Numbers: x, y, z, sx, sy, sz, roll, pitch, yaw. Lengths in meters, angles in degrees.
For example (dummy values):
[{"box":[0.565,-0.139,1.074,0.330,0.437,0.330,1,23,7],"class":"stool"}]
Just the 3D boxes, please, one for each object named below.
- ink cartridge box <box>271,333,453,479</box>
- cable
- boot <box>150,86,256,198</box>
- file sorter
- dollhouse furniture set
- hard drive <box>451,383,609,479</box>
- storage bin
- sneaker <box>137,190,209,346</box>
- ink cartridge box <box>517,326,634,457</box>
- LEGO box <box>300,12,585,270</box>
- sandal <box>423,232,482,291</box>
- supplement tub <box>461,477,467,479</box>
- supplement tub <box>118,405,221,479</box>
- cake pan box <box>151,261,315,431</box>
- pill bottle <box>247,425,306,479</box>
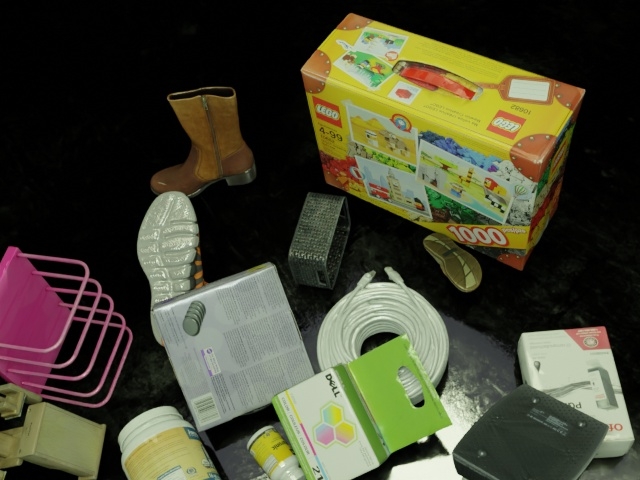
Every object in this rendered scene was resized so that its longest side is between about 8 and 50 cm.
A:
[{"box":[0.071,0.301,1.278,0.255,0.097,0.189,-30,78,15],"class":"ink cartridge box"},{"box":[0.120,0.207,1.418,0.257,0.089,0.257,-39,60,-15],"class":"cable"},{"box":[-0.293,-0.215,1.644,0.264,0.280,0.096,-4,56,7],"class":"boot"},{"box":[-0.509,0.182,1.421,0.182,0.291,0.202,8,59,11],"class":"file sorter"},{"box":[-0.566,0.404,1.403,0.242,0.161,0.212,-17,53,25],"class":"dollhouse furniture set"},{"box":[0.332,0.328,1.146,0.172,0.054,0.254,25,30,33],"class":"hard drive"},{"box":[0.000,0.000,1.551,0.084,0.122,0.180,9,59,14],"class":"storage bin"},{"box":[-0.287,0.065,1.505,0.124,0.180,0.321,-2,85,9],"class":"sneaker"},{"box":[0.455,0.276,1.314,0.158,0.092,0.218,-6,58,7],"class":"ink cartridge box"},{"box":[0.241,-0.200,1.492,0.500,0.372,0.193,26,65,24],"class":"LEGO box"},{"box":[0.277,0.049,1.522,0.072,0.049,0.180,-24,42,-13],"class":"sandal"},{"box":[0.345,0.467,1.148,0.272,0.191,0.191,17,62,20],"class":"supplement tub"},{"box":[-0.270,0.417,1.311,0.144,0.144,0.200,-31,58,-11],"class":"supplement tub"},{"box":[-0.160,0.204,1.385,0.245,0.070,0.267,-21,98,-7],"class":"cake pan box"},{"box":[-0.078,0.404,1.336,0.065,0.065,0.116,-38,60,-15],"class":"pill bottle"}]
